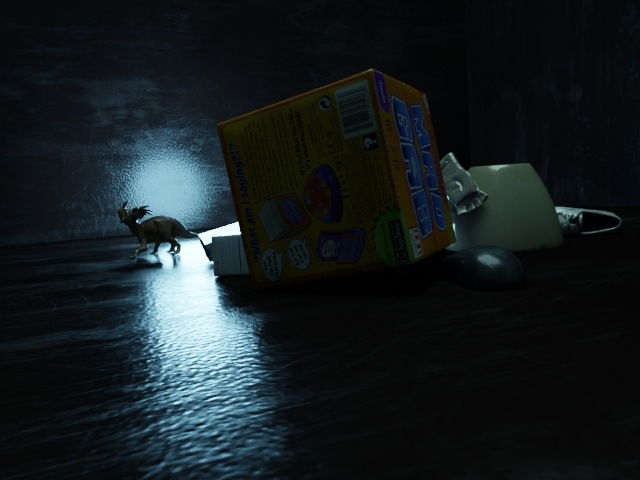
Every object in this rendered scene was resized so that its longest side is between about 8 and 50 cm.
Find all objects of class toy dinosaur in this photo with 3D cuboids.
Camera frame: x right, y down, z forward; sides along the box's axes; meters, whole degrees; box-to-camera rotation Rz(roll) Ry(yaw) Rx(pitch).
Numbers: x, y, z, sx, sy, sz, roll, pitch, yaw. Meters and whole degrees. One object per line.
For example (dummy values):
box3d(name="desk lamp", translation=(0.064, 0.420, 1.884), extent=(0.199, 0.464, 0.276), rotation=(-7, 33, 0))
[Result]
box3d(name="toy dinosaur", translation=(-0.596, -0.048, 1.928), extent=(0.295, 0.200, 0.127), rotation=(-4, 6, -5))

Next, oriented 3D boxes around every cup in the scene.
box3d(name="cup", translation=(0.524, -0.100, 1.545), extent=(0.331, 0.237, 0.331), rotation=(-4, 5, 0))

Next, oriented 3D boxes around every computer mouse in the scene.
box3d(name="computer mouse", translation=(0.302, 0.043, 1.075), extent=(0.188, 0.072, 0.272), rotation=(-5, 6, -17))

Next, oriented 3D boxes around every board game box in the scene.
box3d(name="board game box", translation=(0.053, -0.118, 1.163), extent=(0.356, 0.356, 0.356), rotation=(-11, 2, 27))
box3d(name="board game box", translation=(-0.287, -0.006, 1.724), extent=(0.194, 0.060, 0.194), rotation=(-17, 16, -15))

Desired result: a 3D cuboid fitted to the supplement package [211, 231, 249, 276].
box3d(name="supplement package", translation=(-0.173, 0.030, 1.351), extent=(0.179, 0.105, 0.105), rotation=(-3, 5, 7))

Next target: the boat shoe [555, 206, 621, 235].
box3d(name="boat shoe", translation=(0.807, -0.057, 1.687), extent=(0.267, 0.096, 0.088), rotation=(6, 3, 9))

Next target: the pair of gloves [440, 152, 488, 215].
box3d(name="pair of gloves", translation=(0.346, -0.105, 1.517), extent=(0.042, 0.240, 0.204), rotation=(17, 33, -38))
